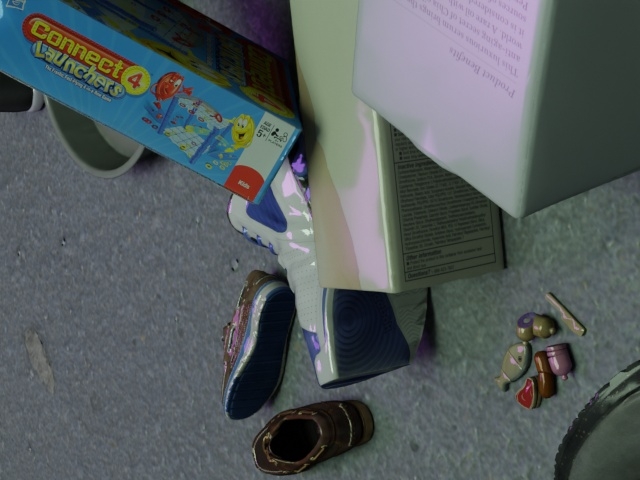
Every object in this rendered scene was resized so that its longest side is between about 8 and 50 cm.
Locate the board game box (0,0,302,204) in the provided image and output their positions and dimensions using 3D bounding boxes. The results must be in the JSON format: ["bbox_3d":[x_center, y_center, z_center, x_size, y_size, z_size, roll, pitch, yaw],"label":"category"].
[{"bbox_3d":[-0.176,-0.182,1.637,0.086,0.302,0.308,-59,13,14],"label":"board game box"}]

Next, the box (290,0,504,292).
[{"bbox_3d":[0.071,-0.115,1.561,0.121,0.148,0.311,2,98,53],"label":"box"}]

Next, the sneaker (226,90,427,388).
[{"bbox_3d":[0.000,-0.001,1.717,0.182,0.127,0.315,-23,73,57],"label":"sneaker"}]

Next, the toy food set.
[{"bbox_3d":[0.202,0.112,1.545,0.078,0.019,0.122,49,134,35],"label":"toy food set"}]

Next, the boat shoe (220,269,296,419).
[{"bbox_3d":[-0.078,0.118,1.892,0.066,0.066,0.183,43,121,45],"label":"boat shoe"}]

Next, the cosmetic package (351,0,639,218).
[{"bbox_3d":[0.166,-0.274,1.290,0.230,0.161,0.453,42,140,39],"label":"cosmetic package"}]

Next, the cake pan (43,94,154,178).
[{"bbox_3d":[-0.261,-0.225,2.052,0.293,0.054,0.293,18,113,50],"label":"cake pan"}]

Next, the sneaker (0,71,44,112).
[{"bbox_3d":[-0.505,-0.280,2.287,0.296,0.147,0.104,53,138,33],"label":"sneaker"}]

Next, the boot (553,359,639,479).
[{"bbox_3d":[0.332,0.176,1.317,0.223,0.118,0.338,52,140,25],"label":"boot"}]

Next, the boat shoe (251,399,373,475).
[{"bbox_3d":[-0.027,0.220,1.836,0.207,0.073,0.073,-34,73,53],"label":"boat shoe"}]
